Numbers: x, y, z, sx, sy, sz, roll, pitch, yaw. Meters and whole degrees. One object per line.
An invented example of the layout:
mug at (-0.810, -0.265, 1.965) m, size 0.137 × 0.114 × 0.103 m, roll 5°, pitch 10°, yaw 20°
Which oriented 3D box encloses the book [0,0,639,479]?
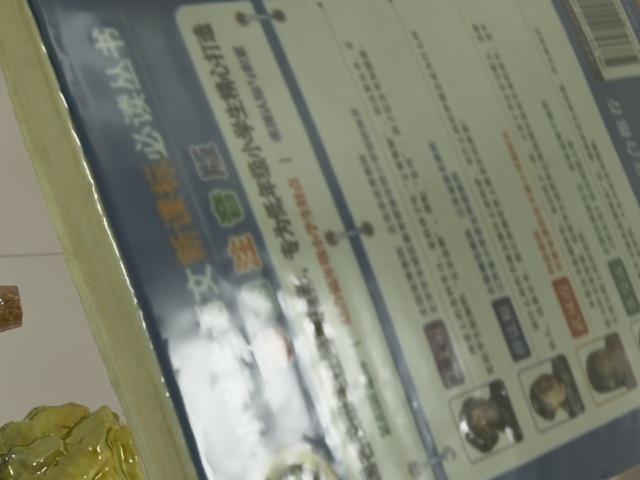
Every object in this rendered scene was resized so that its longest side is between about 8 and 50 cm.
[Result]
book at (0.068, -0.012, 0.644) m, size 0.428 × 0.039 × 0.300 m, roll -13°, pitch 79°, yaw -43°

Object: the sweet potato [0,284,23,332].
sweet potato at (-0.466, 0.090, 1.407) m, size 0.281 × 0.067 × 0.059 m, roll -6°, pitch 64°, yaw -16°

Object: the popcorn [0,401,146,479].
popcorn at (-0.273, 0.267, 1.283) m, size 0.192 × 0.233 × 0.266 m, roll 56°, pitch 29°, yaw -22°
